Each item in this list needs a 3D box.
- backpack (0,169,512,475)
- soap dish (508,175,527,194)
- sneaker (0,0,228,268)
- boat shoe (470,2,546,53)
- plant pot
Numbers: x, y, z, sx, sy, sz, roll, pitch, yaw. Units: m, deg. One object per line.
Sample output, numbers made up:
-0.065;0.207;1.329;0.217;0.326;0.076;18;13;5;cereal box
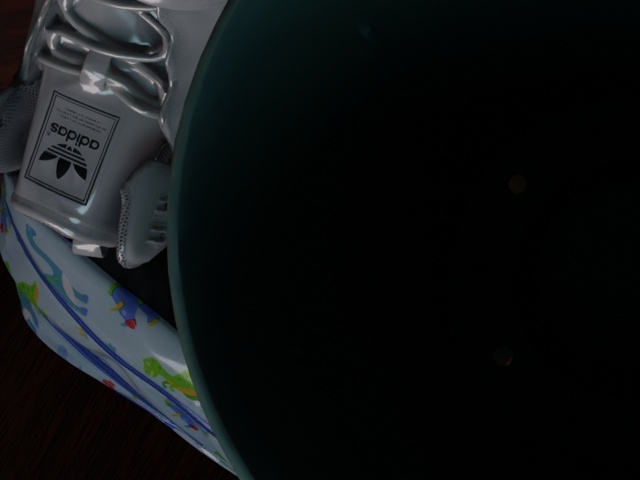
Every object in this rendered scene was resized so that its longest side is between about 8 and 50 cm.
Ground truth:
-0.058;0.012;0.887;0.355;0.290;0.273;37;149;-7;backpack
0.240;0.049;0.746;0.229;0.118;0.291;22;166;28;soap dish
-0.091;-0.110;0.626;0.137;0.210;0.366;27;167;5;sneaker
0.056;-0.133;0.564;0.063;0.066;0.184;6;156;35;boat shoe
0.120;0.005;0.499;0.293;0.293;0.235;25;179;17;plant pot
